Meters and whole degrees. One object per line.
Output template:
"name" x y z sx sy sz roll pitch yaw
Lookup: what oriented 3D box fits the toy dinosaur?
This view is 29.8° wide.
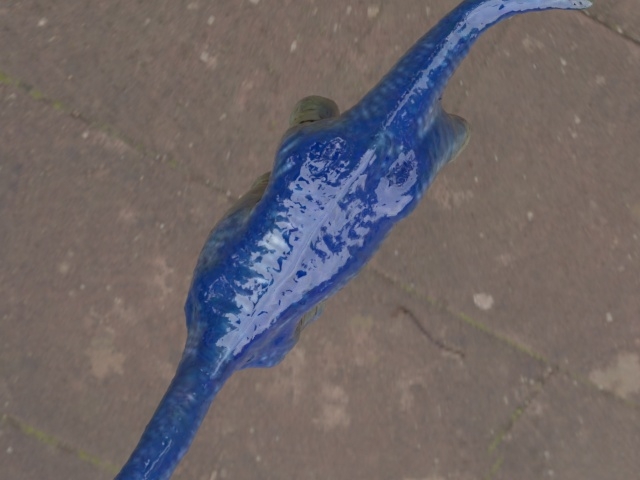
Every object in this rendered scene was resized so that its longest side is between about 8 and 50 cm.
"toy dinosaur" 0.000 0.000 0.440 0.075 0.188 0.247 43 111 -8
